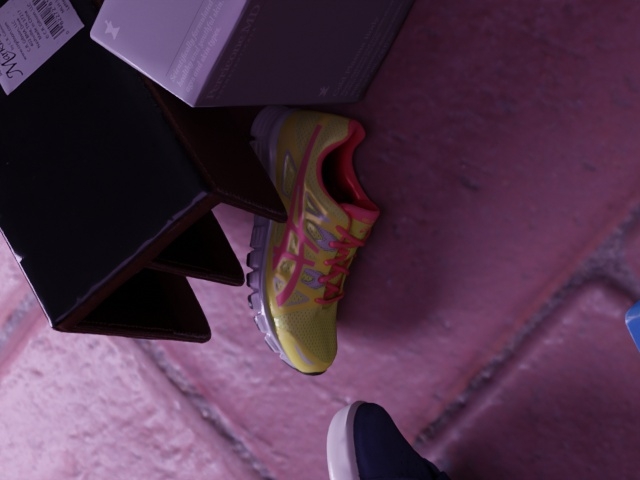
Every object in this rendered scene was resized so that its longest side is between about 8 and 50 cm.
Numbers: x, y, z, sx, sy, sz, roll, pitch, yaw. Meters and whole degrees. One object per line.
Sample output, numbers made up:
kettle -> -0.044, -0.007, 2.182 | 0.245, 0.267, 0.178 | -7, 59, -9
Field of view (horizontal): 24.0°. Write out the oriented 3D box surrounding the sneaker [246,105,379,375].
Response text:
sneaker -> 0.000, 0.000, 1.136 | 0.094, 0.081, 0.208 | -1, 97, 26

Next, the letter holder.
letter holder -> -0.150, -0.087, 1.123 | 0.152, 0.214, 0.302 | -40, 67, 16

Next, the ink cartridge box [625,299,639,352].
ink cartridge box -> 0.362, 0.015, 0.830 | 0.307, 0.223, 0.129 | -24, 92, 40

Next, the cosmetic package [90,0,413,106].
cosmetic package -> -0.035, -0.167, 1.035 | 0.107, 0.238, 0.127 | 35, 112, 18

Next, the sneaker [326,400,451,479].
sneaker -> 0.141, 0.251, 1.086 | 0.148, 0.131, 0.350 | -32, 88, 21
